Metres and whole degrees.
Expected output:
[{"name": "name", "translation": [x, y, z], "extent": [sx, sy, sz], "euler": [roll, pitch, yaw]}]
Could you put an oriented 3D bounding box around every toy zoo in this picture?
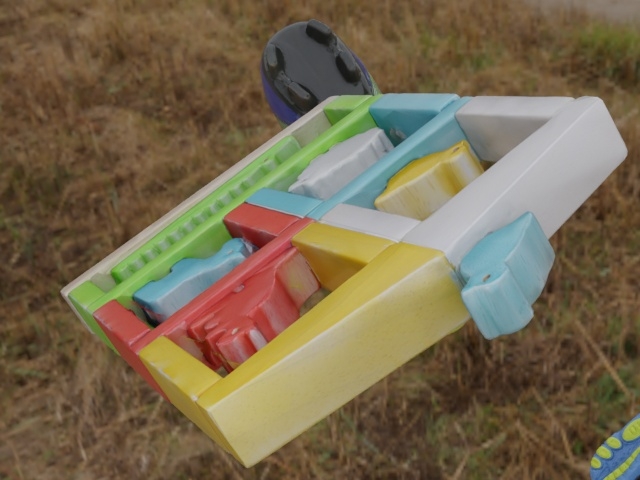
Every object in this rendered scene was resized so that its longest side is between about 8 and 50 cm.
[{"name": "toy zoo", "translation": [0.000, 0.000, 0.503], "extent": [0.192, 0.030, 0.293], "euler": [-37, 20, -15]}]

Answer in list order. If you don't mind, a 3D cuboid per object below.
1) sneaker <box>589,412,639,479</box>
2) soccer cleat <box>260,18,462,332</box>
[{"name": "sneaker", "translation": [0.361, 0.198, 1.171], "extent": [0.188, 0.078, 0.067], "euler": [-44, 46, 18]}, {"name": "soccer cleat", "translation": [0.044, -0.050, 0.923], "extent": [0.093, 0.121, 0.289], "euler": [-29, 72, -3]}]
